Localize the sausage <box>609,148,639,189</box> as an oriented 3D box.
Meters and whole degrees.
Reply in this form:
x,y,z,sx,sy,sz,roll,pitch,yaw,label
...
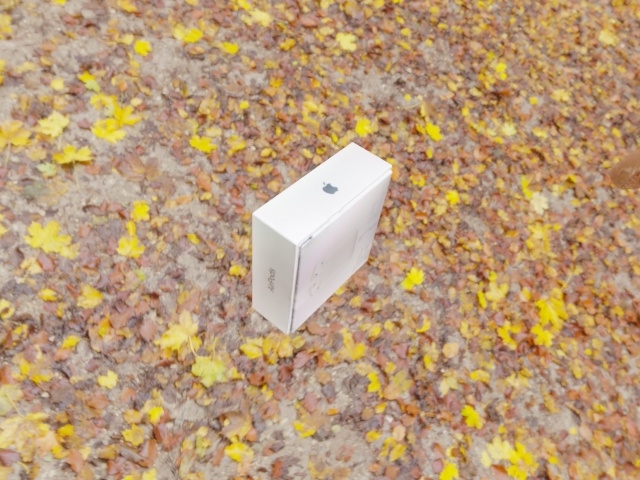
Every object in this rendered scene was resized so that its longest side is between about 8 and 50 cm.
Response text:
x,y,z,sx,sy,sz,roll,pitch,yaw,label
0.599,-0.146,0.779,0.078,0.304,0.078,1,81,-8,sausage

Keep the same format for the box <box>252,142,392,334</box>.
x,y,z,sx,sy,sz,roll,pitch,yaw,label
0.000,0.000,0.421,0.051,0.130,0.129,34,53,22,box
